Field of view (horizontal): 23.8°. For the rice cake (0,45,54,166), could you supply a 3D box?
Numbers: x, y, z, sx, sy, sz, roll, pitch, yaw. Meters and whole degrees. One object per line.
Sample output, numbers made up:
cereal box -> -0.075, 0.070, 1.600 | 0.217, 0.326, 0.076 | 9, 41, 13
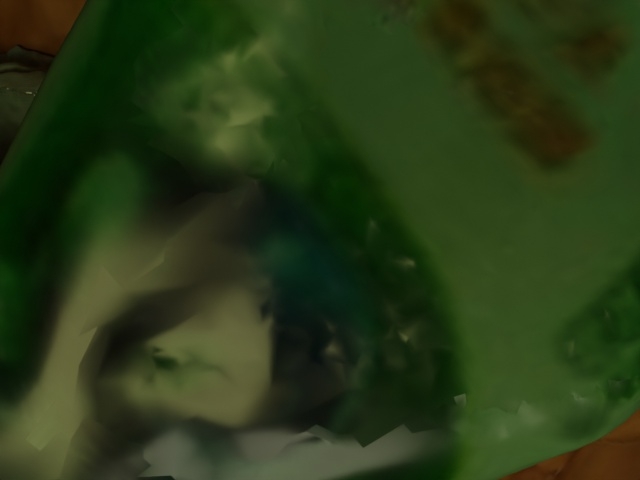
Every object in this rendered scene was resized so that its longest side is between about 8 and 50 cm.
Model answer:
rice cake -> -0.103, 0.027, 0.606 | 0.124, 0.038, 0.211 | 6, 121, 8

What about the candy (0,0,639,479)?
candy -> 0.000, 0.003, 0.453 | 0.398, 0.172, 0.263 | -32, 117, 24
